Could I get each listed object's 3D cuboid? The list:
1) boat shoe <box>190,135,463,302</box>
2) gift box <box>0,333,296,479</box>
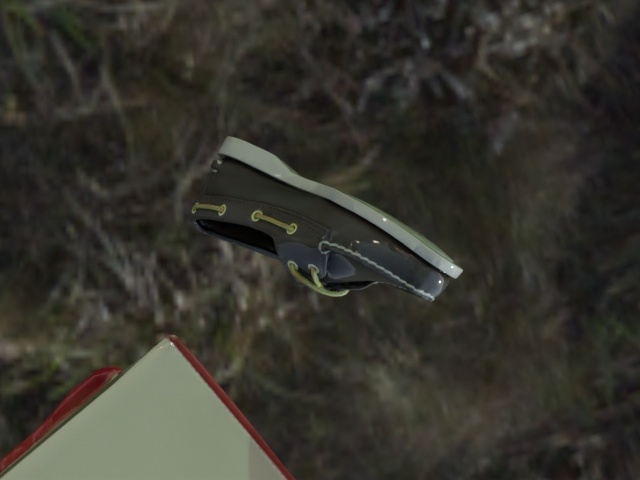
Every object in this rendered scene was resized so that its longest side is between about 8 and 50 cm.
[{"bbox_3d":[0.000,0.000,1.266,0.081,0.227,0.069,36,84,-45],"label":"boat shoe"},{"bbox_3d":[-0.078,0.217,0.578,0.258,0.276,0.255,-39,176,-20],"label":"gift box"}]
